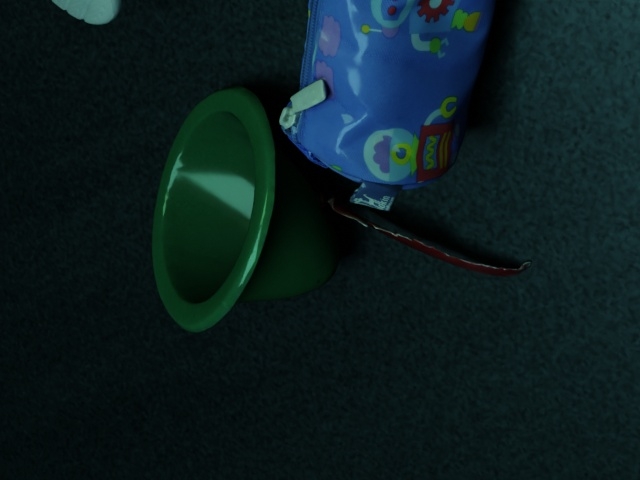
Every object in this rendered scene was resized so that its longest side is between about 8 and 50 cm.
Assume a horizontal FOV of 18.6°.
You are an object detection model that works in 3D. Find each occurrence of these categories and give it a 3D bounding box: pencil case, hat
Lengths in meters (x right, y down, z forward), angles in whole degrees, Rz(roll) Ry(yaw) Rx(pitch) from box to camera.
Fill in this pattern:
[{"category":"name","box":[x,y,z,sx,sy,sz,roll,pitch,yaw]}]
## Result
[{"category":"pencil case","box":[0.048,-0.179,1.229,0.119,0.133,0.306,44,133,46]},{"category":"hat","box":[0.000,0.000,1.409,0.173,0.183,0.208,-60,33,29]}]

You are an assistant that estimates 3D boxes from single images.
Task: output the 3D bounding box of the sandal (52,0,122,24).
[{"category":"sandal","box":[-0.211,-0.247,1.395,0.265,0.076,0.102,41,151,24]}]
